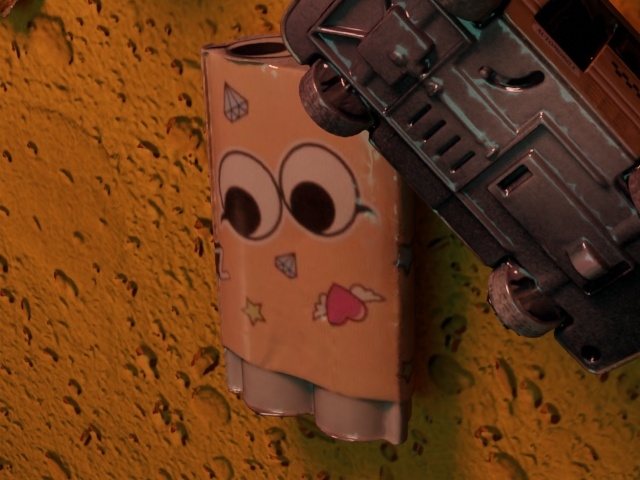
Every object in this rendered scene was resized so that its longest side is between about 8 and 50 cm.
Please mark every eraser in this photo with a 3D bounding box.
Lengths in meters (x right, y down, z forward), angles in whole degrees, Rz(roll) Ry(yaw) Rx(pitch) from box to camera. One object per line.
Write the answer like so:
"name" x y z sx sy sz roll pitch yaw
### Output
"eraser" 0.000 0.000 0.823 0.171 0.087 0.291 14 118 31

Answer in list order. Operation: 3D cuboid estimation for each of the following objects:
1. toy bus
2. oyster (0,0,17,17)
"toy bus" 0.125 -0.076 0.642 0.289 0.157 0.139 46 132 -1
"oyster" -0.301 -0.251 0.953 0.132 0.029 0.086 43 123 15
